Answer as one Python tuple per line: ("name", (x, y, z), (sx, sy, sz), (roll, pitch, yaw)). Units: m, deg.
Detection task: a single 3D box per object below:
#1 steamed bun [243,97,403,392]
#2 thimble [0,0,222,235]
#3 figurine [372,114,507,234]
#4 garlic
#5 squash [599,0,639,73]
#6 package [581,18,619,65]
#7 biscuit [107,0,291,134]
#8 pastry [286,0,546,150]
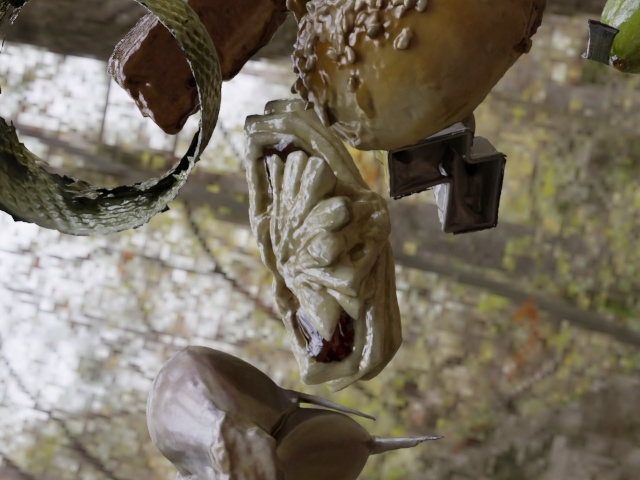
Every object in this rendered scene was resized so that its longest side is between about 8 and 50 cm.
("steamed bun", (0.000, 0.000, 2.348), (0.189, 0.247, 0.428), (-11, -92, -49))
("thimble", (-0.240, -0.149, 1.750), (0.150, 0.270, 0.271), (-69, -17, -71))
("figurine", (0.108, -0.146, 1.999), (0.308, 0.143, 0.308), (59, -173, -11))
("garlic", (-0.066, 0.224, 2.086), (0.340, 0.246, 0.231), (-7, -108, -47))
("squash", (0.403, -0.272, 2.041), (0.187, 0.123, 0.123), (-52, -29, -13))
("package", (0.316, -0.223, 1.940), (0.110, 0.037, 0.015), (79, -145, -73))
("biscuit", (-0.155, -0.333, 2.532), (0.343, 0.166, 0.395), (-48, 9, 4))
("pastry", (0.085, -0.253, 1.755), (0.184, 0.284, 0.316), (43, -129, -34))
